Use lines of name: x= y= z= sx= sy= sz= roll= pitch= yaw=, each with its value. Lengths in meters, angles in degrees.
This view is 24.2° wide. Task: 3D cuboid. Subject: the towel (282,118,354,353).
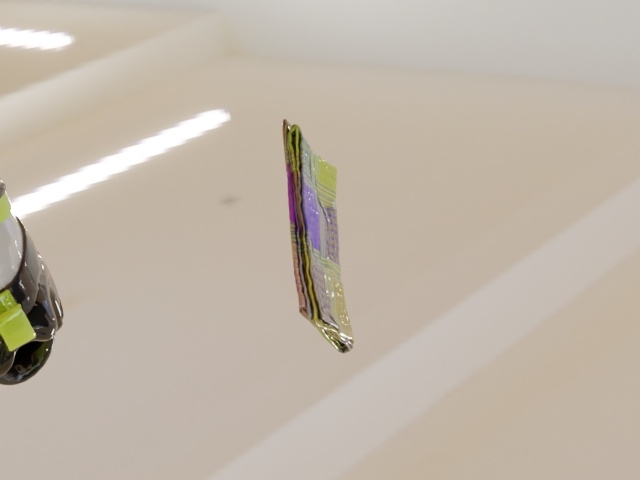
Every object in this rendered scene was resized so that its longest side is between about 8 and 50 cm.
towel: x=0.000 y=0.000 z=0.584 sx=0.009 sy=0.083 sz=0.060 roll=-11 pitch=159 yaw=14

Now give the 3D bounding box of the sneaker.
sneaker: x=-0.165 y=0.026 z=0.659 sx=0.084 sy=0.097 sz=0.234 roll=-34 pitch=-173 yaw=-14
